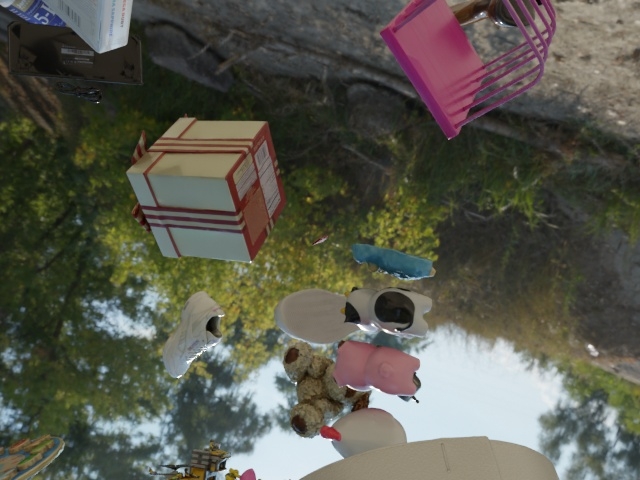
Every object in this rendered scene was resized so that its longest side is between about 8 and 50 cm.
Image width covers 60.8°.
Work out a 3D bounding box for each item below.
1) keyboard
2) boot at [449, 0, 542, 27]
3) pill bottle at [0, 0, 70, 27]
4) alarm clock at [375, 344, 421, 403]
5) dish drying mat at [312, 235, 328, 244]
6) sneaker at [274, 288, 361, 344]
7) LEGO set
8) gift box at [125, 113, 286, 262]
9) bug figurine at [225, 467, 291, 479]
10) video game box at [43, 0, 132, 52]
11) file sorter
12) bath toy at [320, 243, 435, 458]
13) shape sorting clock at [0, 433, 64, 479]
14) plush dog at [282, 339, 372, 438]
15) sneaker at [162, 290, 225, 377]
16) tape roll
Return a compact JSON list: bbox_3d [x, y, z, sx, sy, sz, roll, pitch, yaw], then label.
[{"bbox_3d":[-0.354,-0.255,0.797,0.180,0.108,0.023,-2,174,-22],"label":"keyboard"},{"bbox_3d":[0.344,-0.519,1.230,0.280,0.264,0.096,2,131,43],"label":"boot"},{"bbox_3d":[-0.532,-0.465,1.010,0.112,0.112,0.186,23,178,42],"label":"pill bottle"},{"bbox_3d":[0.153,0.279,1.187,0.129,0.064,0.192,42,176,-10],"label":"alarm clock"},{"bbox_3d":[0.000,0.000,1.594,0.008,0.032,0.083,56,-163,4],"label":"dish drying mat"},{"bbox_3d":[-0.020,0.158,1.107,0.169,0.108,0.292,-13,167,40],"label":"sneaker"},{"bbox_3d":[-0.254,0.614,1.386,0.254,0.192,0.331,0,162,19],"label":"LEGO set"},{"bbox_3d":[-0.244,-0.133,1.170,0.258,0.277,0.255,4,-143,19],"label":"gift box"},{"bbox_3d":[-0.113,0.570,1.069,0.278,0.216,0.072,16,163,-3],"label":"bug figurine"},{"bbox_3d":[-0.269,-0.332,0.553,0.205,0.187,0.048,43,-130,8],"label":"video game box"},{"bbox_3d":[0.265,-0.351,0.901,0.182,0.291,0.202,-24,112,39],"label":"file sorter"},{"bbox_3d":[0.080,0.183,0.867,0.128,0.349,0.151,15,163,-15],"label":"bath toy"},{"bbox_3d":[-0.439,0.304,0.700,0.206,0.040,0.206,-17,-173,2],"label":"shape sorting clock"},{"bbox_3d":[0.041,0.406,1.510,0.225,0.263,0.210,-19,149,18],"label":"plush dog"},{"bbox_3d":[-0.403,0.321,1.740,0.152,0.305,0.114,30,-165,26],"label":"sneaker"},{"bbox_3d":[0.126,0.375,0.704,0.391,0.392,0.072,19,-141,-24],"label":"tape roll"}]
